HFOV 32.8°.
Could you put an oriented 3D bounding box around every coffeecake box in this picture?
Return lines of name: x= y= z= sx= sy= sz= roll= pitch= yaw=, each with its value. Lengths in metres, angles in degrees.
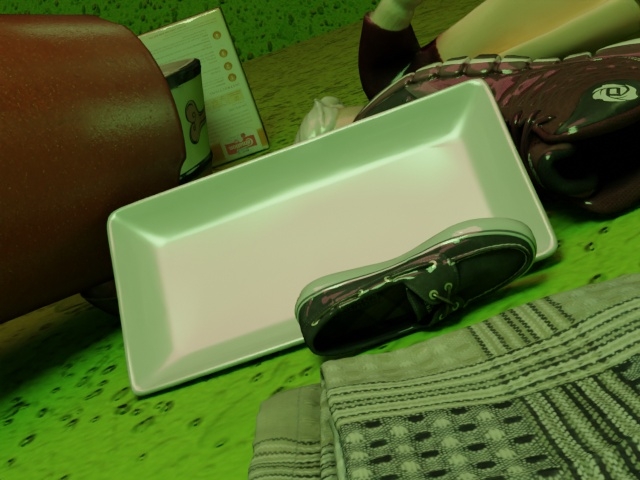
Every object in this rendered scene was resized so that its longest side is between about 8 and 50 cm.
coffeecake box: x=-0.162 y=-0.185 z=1.386 sx=0.142 sy=0.186 sz=0.068 roll=-19 pitch=15 yaw=2

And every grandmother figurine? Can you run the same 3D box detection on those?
grandmother figurine: x=0.113 y=-0.130 z=0.869 sx=0.342 sy=0.208 sz=0.104 roll=-30 pitch=29 yaw=27

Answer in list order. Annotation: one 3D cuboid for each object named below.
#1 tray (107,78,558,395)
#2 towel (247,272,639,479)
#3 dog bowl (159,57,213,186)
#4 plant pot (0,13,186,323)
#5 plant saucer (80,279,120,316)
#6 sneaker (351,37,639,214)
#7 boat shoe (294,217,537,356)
tray: x=0.000 y=0.000 z=0.691 sx=0.270 sy=0.030 sz=0.145 roll=-19 pitch=57 yaw=5
towel: x=0.116 y=0.064 z=0.371 sx=0.324 sy=0.056 sz=0.312 roll=-20 pitch=15 yaw=4
dog bowl: x=-0.299 y=-0.061 z=1.188 sx=0.408 sy=0.150 sz=0.408 roll=-19 pitch=14 yaw=5
plant pot: x=-0.256 y=-0.047 z=0.767 sx=0.265 sy=0.272 sz=0.272 roll=-17 pitch=9 yaw=-40
plant saucer: x=-0.110 y=0.021 z=0.876 sx=0.168 sy=0.029 sz=0.168 roll=-18 pitch=14 yaw=5
sneaker: x=0.128 y=-0.067 z=0.744 sx=0.281 sy=0.106 sz=0.162 roll=-13 pitch=19 yaw=23
boat shoe: x=0.055 y=0.030 z=0.606 sx=0.142 sy=0.049 sz=0.040 roll=-20 pitch=33 yaw=7
